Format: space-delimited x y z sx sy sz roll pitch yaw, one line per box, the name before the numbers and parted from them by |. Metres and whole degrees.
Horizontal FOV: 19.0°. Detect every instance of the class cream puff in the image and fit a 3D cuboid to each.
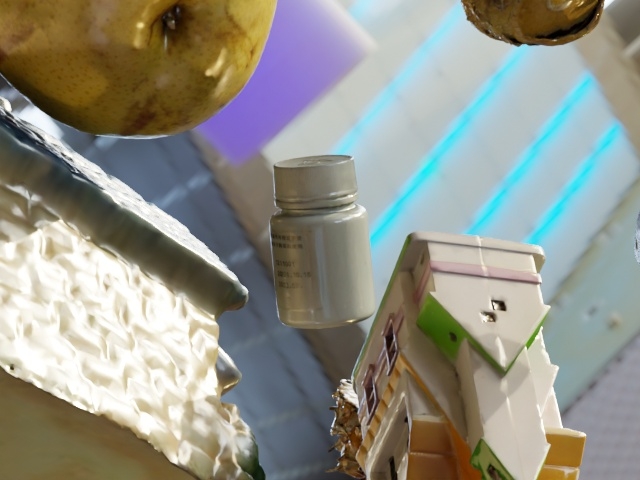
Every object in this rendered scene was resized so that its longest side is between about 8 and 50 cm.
cream puff | 0.177 -0.222 1.613 0.133 0.119 0.104 -30 -128 -4

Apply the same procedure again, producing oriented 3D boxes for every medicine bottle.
medicine bottle | 0.000 0.000 1.523 0.080 0.130 0.080 -5 -171 1

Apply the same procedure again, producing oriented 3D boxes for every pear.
pear | -0.177 -0.240 1.726 0.314 0.314 0.314 -43 -169 11

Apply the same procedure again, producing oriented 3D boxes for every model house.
model house | -0.307 0.091 1.809 0.445 0.395 0.400 -33 -139 36

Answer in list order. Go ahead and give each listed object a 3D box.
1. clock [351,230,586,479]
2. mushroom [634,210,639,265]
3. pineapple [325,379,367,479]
clock | 0.137 0.186 1.746 0.309 0.166 0.235 -96 -162 -45
mushroom | 0.307 -0.014 1.604 0.107 0.087 0.333 -58 175 0
pineapple | 0.086 0.317 2.035 0.262 0.262 0.272 -119 -132 -78
